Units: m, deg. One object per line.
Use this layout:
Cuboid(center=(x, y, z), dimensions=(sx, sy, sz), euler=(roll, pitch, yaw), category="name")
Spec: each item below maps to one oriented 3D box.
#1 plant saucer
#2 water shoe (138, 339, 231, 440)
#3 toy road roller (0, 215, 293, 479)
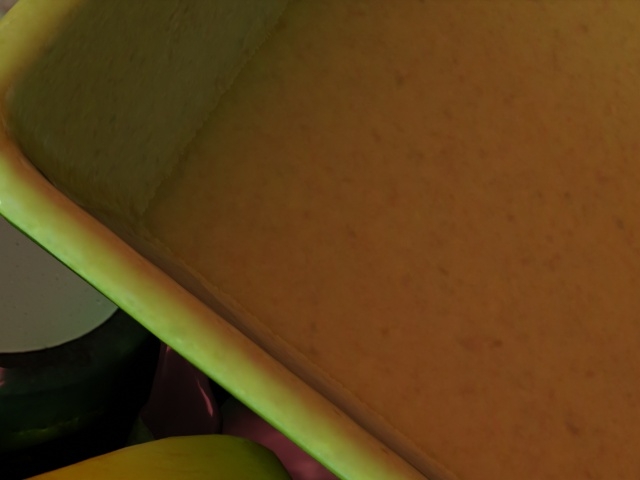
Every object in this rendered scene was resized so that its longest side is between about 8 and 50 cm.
Cuboid(center=(0.114, -0.021, 0.441), dimensions=(0.081, 0.333, 0.332), euler=(-36, 18, 54), category="plant saucer")
Cuboid(center=(0.000, 0.000, 0.593), dimensions=(0.080, 0.073, 0.203), euler=(39, 71, 19), category="water shoe")
Cuboid(center=(-0.134, 0.132, 0.360), dimensions=(0.330, 0.202, 0.240), euler=(-16, 53, -35), category="toy road roller")
